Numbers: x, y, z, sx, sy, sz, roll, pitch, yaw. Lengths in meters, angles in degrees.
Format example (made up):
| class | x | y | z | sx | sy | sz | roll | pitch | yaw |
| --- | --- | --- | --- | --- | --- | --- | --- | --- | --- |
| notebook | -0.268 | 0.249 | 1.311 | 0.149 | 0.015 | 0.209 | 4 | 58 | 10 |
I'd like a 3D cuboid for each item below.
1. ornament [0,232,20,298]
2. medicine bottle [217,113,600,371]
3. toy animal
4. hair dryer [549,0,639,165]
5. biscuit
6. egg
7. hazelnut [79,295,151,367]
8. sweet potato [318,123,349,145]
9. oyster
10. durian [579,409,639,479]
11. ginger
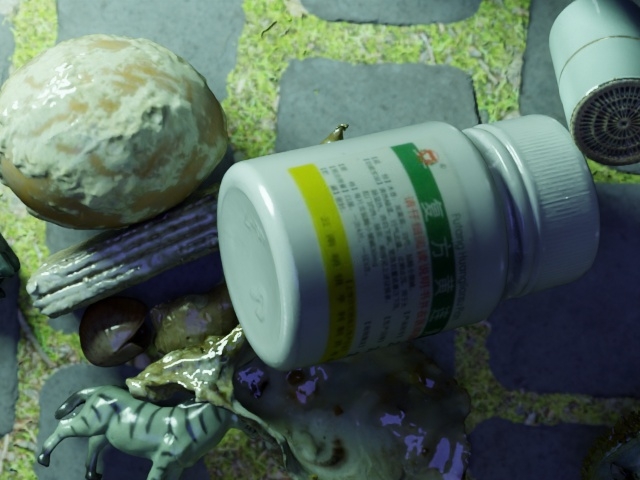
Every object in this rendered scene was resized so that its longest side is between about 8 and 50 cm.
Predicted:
| class | x | y | z | sx | sy | sz | roll | pitch | yaw |
| --- | --- | --- | --- | --- | --- | --- | --- | --- | --- |
| ornament | -0.465 | 0.028 | 1.838 | 0.236 | 0.080 | 0.202 | -36 | 93 | 6 |
| medicine bottle | 0.087 | -0.007 | 1.679 | 0.339 | 0.208 | 0.208 | -13 | 99 | -19 |
| toy animal | -0.181 | 0.205 | 1.852 | 0.217 | 0.073 | 0.176 | 22 | 91 | 6 |
| hair dryer | 0.395 | -0.114 | 1.738 | 0.357 | 0.173 | 0.107 | 25 | 125 | -20 |
| biscuit | -0.191 | 0.011 | 1.798 | 0.239 | 0.108 | 0.062 | -24 | 99 | 8 |
| egg | -0.217 | -0.109 | 1.738 | 0.245 | 0.203 | 0.203 | -3 | 100 | -3 |
| hazelnut | -0.219 | 0.099 | 1.831 | 0.086 | 0.086 | 0.086 | 1 | 100 | 4 |
| sweet potato | -0.001 | 0.002 | 1.806 | 0.074 | 0.075 | 0.269 | 2 | 110 | 4 |
| oyster | 0.009 | 0.158 | 1.794 | 0.396 | 0.111 | 0.204 | 29 | 84 | -18 |
| durian | 0.385 | 0.275 | 1.789 | 0.193 | 0.138 | 0.237 | -29 | 93 | 5 |
| ginger | -0.100 | 0.087 | 1.829 | 0.165 | 0.067 | 0.096 | -23 | 110 | -3 |
